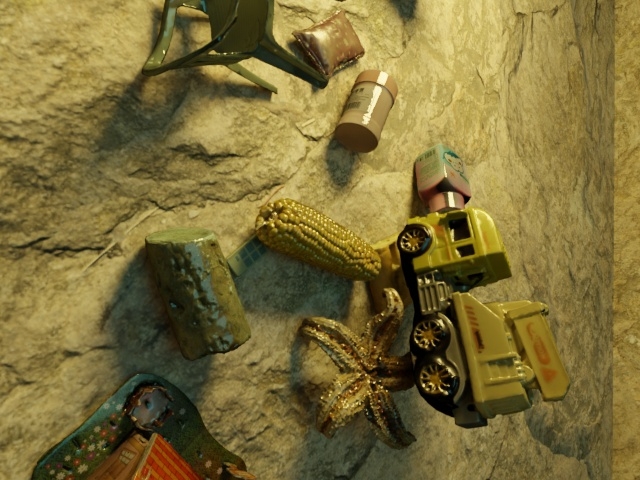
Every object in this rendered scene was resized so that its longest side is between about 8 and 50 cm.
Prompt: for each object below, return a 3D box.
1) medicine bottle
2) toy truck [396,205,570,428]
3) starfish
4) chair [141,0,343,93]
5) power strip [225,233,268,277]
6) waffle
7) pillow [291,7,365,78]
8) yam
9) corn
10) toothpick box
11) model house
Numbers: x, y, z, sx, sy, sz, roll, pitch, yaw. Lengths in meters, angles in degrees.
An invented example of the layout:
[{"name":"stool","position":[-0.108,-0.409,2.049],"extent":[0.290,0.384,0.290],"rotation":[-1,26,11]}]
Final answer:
[{"name":"medicine bottle","position":[0.305,-0.131,1.051],"extent":[0.119,0.094,0.187],"rotation":[27,50,-32]},{"name":"toy truck","position":[0.288,0.132,0.813],"extent":[0.180,0.254,0.404],"rotation":[45,36,-52]},{"name":"starfish","position":[0.103,0.249,0.836],"extent":[0.304,0.113,0.311],"rotation":[8,79,-31]},{"name":"chair","position":[-0.122,-0.320,0.660],"extent":[0.275,0.204,0.190],"rotation":[-3,100,-46]},{"name":"power strip","position":[-0.129,0.026,0.742],"extent":[0.090,0.016,0.040],"rotation":[-44,115,-35]},{"name":"waffle","position":[0.218,0.056,1.018],"extent":[0.274,0.057,0.167],"rotation":[-21,101,-41]},{"name":"pillow","position":[0.028,-0.417,0.899],"extent":[0.185,0.043,0.118],"rotation":[-47,114,-34]},{"name":"yam","position":[-0.183,0.070,0.633],"extent":[0.107,0.107,0.193],"rotation":[-25,102,-40]},{"name":"corn","position":[0.000,0.000,0.804],"extent":[0.311,0.102,0.101],"rotation":[22,72,-41]},{"name":"toothpick box","position":[0.099,-0.276,0.913],"extent":[0.098,0.099,0.148],"rotation":[36,64,-33]},{"name":"model house","position":[-0.195,0.344,0.568],"extent":[0.207,0.154,0.293],"rotation":[-45,114,-33]}]
